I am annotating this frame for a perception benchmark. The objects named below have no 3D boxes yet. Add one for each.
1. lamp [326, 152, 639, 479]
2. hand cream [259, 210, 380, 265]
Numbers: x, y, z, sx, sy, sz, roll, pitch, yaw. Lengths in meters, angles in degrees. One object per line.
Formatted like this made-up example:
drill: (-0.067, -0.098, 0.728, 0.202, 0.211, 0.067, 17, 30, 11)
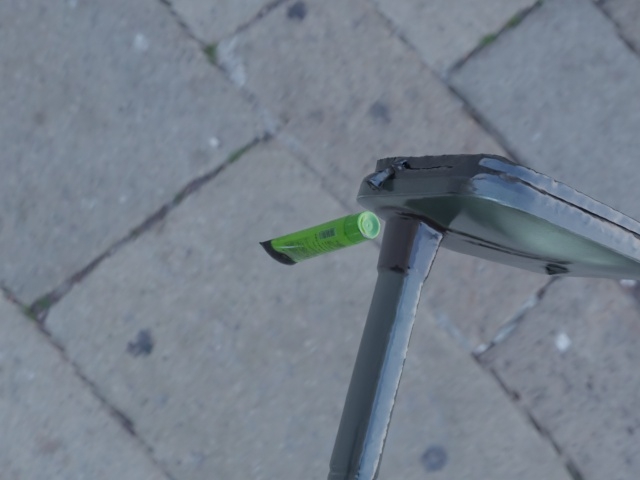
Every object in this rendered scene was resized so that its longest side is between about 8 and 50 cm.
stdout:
lamp: (0.090, 0.105, 0.713, 0.125, 0.203, 0.283, 4, 86, -29)
hand cream: (0.000, 0.000, 1.356, 0.036, 0.122, 0.023, 31, 62, -28)
